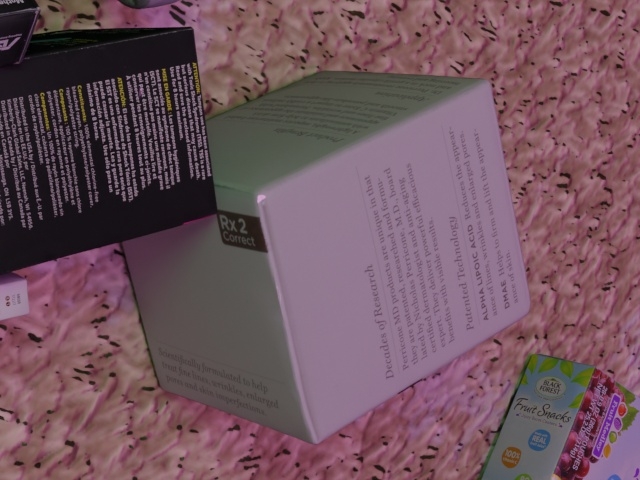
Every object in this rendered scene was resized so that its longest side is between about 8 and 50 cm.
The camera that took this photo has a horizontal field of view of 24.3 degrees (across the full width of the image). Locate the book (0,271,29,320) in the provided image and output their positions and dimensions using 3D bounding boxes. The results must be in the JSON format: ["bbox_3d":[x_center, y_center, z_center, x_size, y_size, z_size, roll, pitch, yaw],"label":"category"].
[{"bbox_3d":[-0.227,0.036,0.714,0.144,0.096,0.035,-13,105,-39],"label":"book"}]

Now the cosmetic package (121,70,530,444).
[{"bbox_3d":[0.000,0.000,0.871,0.184,0.151,0.151,-27,114,-34],"label":"cosmetic package"}]

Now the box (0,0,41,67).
[{"bbox_3d":[-0.246,-0.139,0.635,0.191,0.045,0.184,-18,68,-38],"label":"box"}]

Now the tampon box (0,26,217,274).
[{"bbox_3d":[-0.154,-0.048,0.748,0.161,0.120,0.101,-16,106,-38],"label":"tampon box"}]

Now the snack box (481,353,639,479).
[{"bbox_3d":[0.194,0.215,1.126,0.174,0.070,0.207,35,75,-38],"label":"snack box"}]

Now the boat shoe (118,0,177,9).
[{"bbox_3d":[-0.083,-0.293,0.773,0.119,0.121,0.335,-15,104,-34],"label":"boat shoe"}]
